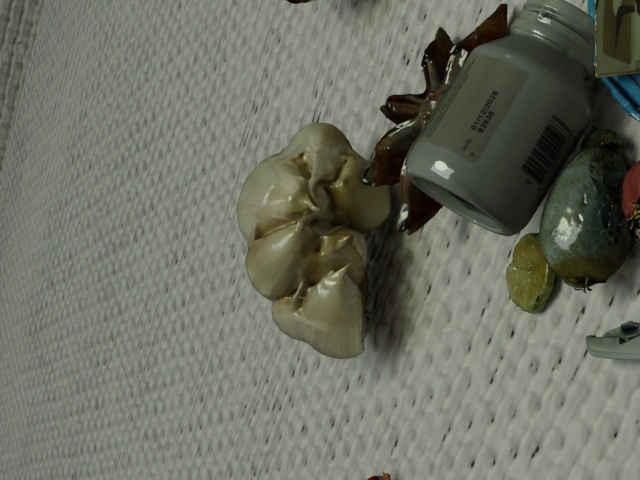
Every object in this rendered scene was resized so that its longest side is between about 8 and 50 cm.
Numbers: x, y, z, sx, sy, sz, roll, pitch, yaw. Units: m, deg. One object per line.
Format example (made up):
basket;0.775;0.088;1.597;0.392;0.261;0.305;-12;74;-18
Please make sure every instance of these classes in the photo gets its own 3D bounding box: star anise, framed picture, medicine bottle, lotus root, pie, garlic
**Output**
star anise;0.148;-0.135;1.508;0.288;0.088;0.288;-35;45;44
framed picture;0.253;-0.191;1.004;0.201;0.010;0.136;-167;75;-72
medicine bottle;0.188;-0.125;1.328;0.215;0.135;0.135;-58;27;-4
lotus root;0.254;-0.032;1.284;0.088;0.088;0.165;-9;65;63
pie;0.218;0.033;1.402;0.084;0.020;0.084;-175;90;-65
garlic;-0.015;-0.008;1.650;0.203;0.185;0.281;70;-150;-80

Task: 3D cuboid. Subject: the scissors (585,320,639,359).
scissors;0.307;0.087;1.203;0.204;0.027;0.101;-16;67;60

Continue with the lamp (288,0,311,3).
lamp;-0.021;-0.426;1.760;0.247;0.247;0.247;-23;63;60

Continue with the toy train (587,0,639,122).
toy train;0.346;-0.174;1.022;0.300;0.188;0.265;-116;34;-48

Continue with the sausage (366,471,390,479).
sausage;0.052;0.331;1.640;0.145;0.048;0.050;-62;39;32

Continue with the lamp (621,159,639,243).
lamp;0.304;-0.028;1.161;0.107;0.092;0.107;51;161;26
